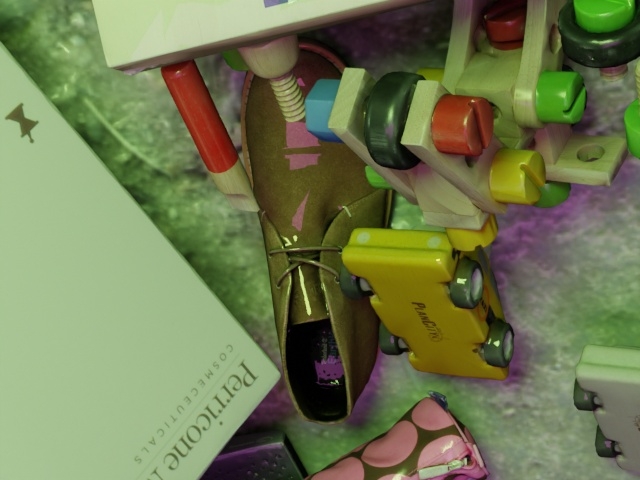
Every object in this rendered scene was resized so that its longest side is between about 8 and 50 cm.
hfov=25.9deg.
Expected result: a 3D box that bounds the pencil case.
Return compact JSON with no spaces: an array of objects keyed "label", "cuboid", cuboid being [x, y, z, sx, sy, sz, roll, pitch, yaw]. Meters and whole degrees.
[{"label":"pencil case","cuboid":[0.034,0.214,1.134,0.209,0.098,0.095,-35,114,-5]}]

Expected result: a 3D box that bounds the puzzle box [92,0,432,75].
[{"label":"puzzle box","cuboid":[-0.038,-0.325,0.827,0.272,0.052,0.409,-12,91,9]}]

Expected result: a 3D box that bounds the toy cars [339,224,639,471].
[{"label":"toy cars","cuboid":[0.178,0.074,1.074,0.394,0.087,0.176,27,153,-18]}]

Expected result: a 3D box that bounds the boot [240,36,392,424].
[{"label":"boot","cuboid":[0.000,0.000,1.054,0.112,0.115,0.305,-4,116,8]}]

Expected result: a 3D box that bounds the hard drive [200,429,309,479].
[{"label":"hard drive","cuboid":[-0.114,0.262,1.231,0.255,0.054,0.172,-21,114,14]}]

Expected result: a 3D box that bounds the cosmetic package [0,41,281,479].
[{"label":"cosmetic package","cuboid":[-0.265,0.018,0.983,0.453,0.230,0.161,51,146,-18]}]

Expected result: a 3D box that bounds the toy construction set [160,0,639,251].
[{"label":"toy construction set","cuboid":[0.077,-0.074,0.942,0.309,0.257,0.237,-10,136,11]}]
